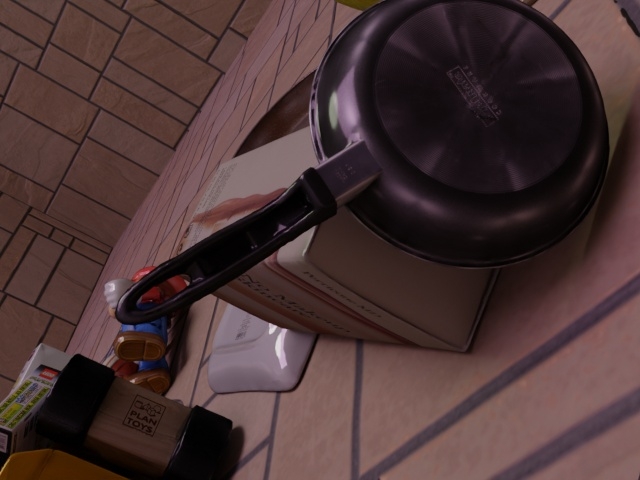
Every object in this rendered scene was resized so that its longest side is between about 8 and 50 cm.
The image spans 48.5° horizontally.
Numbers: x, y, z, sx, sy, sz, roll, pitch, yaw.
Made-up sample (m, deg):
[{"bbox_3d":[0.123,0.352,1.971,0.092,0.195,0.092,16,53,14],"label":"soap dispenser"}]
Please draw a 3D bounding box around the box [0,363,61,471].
[{"bbox_3d":[-0.345,0.259,0.813,0.114,0.036,0.207,-64,-8,-66],"label":"box"}]

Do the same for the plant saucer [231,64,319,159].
[{"bbox_3d":[0.008,-0.142,0.884,0.310,0.050,0.311,-32,30,21],"label":"plant saucer"}]

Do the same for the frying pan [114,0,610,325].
[{"bbox_3d":[0.029,-0.071,0.434,0.053,0.326,0.197,113,148,-72],"label":"frying pan"}]

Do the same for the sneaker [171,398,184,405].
[{"bbox_3d":[-0.277,0.321,1.038,0.281,0.105,0.115,-45,53,35],"label":"sneaker"}]

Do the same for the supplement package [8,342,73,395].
[{"bbox_3d":[-0.548,0.375,1.455,0.145,0.204,0.262,-28,37,59],"label":"supplement package"}]

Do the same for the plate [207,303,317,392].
[{"bbox_3d":[-0.053,0.051,0.879,0.277,0.045,0.278,-23,41,61],"label":"plate"}]

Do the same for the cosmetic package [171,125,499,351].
[{"bbox_3d":[0.000,0.000,0.603,0.296,0.153,0.129,-9,53,62],"label":"cosmetic package"}]

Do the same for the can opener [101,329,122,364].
[{"bbox_3d":[-0.529,0.331,1.646,0.283,0.095,0.076,-64,19,-10],"label":"can opener"}]

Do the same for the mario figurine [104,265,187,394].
[{"bbox_3d":[-0.343,0.157,1.299,0.198,0.170,0.320,-58,20,14],"label":"mario figurine"}]

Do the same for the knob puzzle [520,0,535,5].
[{"bbox_3d":[0.236,-0.327,0.696,0.213,0.030,0.213,-52,20,27],"label":"knob puzzle"}]

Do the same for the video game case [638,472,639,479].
[{"bbox_3d":[0.233,-0.005,0.213,0.248,0.035,0.275,-14,50,65],"label":"video game case"}]

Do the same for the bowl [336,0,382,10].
[{"bbox_3d":[0.098,-0.343,0.836,0.289,0.289,0.156,-82,-16,-48],"label":"bowl"}]

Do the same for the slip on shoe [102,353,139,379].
[{"bbox_3d":[-0.381,0.299,1.311,0.331,0.101,0.123,-91,17,-81],"label":"slip on shoe"}]

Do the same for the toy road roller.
[{"bbox_3d":[-0.246,0.313,0.774,0.240,0.202,0.329,121,172,-47],"label":"toy road roller"}]
